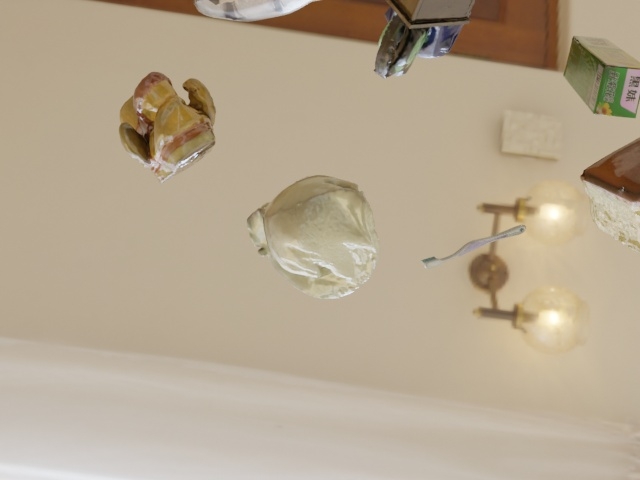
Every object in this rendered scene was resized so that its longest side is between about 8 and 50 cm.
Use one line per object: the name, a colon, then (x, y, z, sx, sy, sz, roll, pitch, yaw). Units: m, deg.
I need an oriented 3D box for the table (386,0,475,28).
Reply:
table: (0.123, -0.282, 0.873, 0.070, 0.083, 0.082, 58, -35, 31)

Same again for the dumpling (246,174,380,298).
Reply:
dumpling: (0.000, 0.002, 0.986, 0.181, 0.111, 0.155, 23, -41, 63)

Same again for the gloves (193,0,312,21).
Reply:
gloves: (0.015, -0.168, 0.405, 0.212, 0.111, 0.127, -41, -179, 34)

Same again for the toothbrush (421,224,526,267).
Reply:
toothbrush: (0.163, 0.006, 0.866, 0.013, 0.131, 0.011, 46, -33, 49)

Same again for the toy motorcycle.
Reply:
toy motorcycle: (0.162, -0.349, 1.029, 0.331, 0.125, 0.196, -62, 172, 12)

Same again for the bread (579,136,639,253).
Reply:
bread: (0.632, -0.084, 1.291, 0.323, 0.333, 0.143, 45, -20, 59)

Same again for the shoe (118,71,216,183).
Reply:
shoe: (-0.108, -0.084, 0.594, 0.069, 0.072, 0.109, 58, 1, -12)

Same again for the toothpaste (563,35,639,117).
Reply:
toothpaste: (0.251, -0.151, 0.739, 0.178, 0.037, 0.043, -70, 165, -68)
